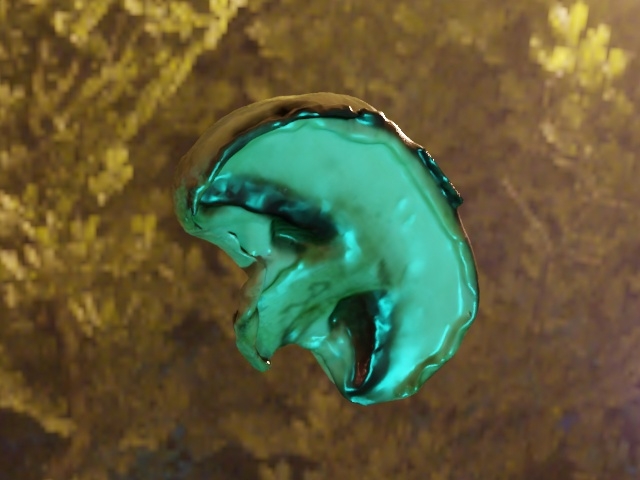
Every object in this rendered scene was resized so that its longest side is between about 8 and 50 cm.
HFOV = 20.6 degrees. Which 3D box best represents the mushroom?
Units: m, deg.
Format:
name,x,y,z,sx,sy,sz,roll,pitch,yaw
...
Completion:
name,x,y,z,sx,sy,sz,roll,pitch,yaw
mushroom,-0.001,-0.001,1.560,0.344,0.247,0.130,38,-171,-35
